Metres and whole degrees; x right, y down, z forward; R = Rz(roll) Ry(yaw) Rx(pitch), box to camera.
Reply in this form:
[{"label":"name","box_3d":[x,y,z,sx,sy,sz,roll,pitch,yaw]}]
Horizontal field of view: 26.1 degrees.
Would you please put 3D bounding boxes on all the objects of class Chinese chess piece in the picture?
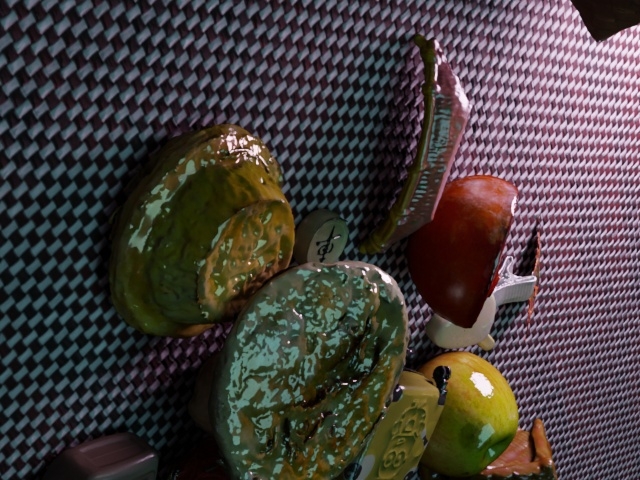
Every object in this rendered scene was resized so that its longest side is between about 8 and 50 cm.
[{"label":"Chinese chess piece","box_3d":[0.000,0.000,1.821,0.084,0.034,0.084,-31,137,-35]}]

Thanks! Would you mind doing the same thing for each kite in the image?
[{"label":"kite","box_3d":[0.362,0.074,2.327,0.125,0.008,0.222,25,73,-76]}]

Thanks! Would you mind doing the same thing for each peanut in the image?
[{"label":"peanut","box_3d":[-0.075,0.184,1.775,0.224,0.129,0.129,-31,136,-34]}]

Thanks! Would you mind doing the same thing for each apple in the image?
[{"label":"apple","box_3d":[0.218,0.275,2.172,0.196,0.196,0.196,-31,136,-36]}]

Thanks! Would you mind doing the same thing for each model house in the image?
[{"label":"model house","box_3d":[0.309,0.398,2.336,0.219,0.229,0.199,-33,131,-33]}]

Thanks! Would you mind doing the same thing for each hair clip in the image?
[{"label":"hair clip","box_3d":[0.253,0.114,2.204,0.218,0.071,0.159,-27,136,-33]}]

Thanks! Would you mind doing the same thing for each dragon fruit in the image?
[{"label":"dragon fruit","box_3d":[-0.115,0.333,1.803,0.209,0.172,0.172,-12,124,-36]}]

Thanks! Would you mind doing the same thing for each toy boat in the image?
[{"label":"toy boat","box_3d":[0.135,-0.115,1.866,0.141,0.099,0.318,-50,157,-67]}]

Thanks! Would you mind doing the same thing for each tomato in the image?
[{"label":"tomato","box_3d":[0.197,0.001,1.985,0.233,0.139,0.200,-69,178,-64]}]

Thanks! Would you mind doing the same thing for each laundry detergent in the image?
[{"label":"laundry detergent","box_3d":[-0.290,0.358,1.677,0.171,0.076,0.237,-11,124,-47]}]

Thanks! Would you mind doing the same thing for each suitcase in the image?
[{"label":"suitcase","box_3d":[0.062,0.262,1.992,0.194,0.143,0.235,13,102,-55]}]

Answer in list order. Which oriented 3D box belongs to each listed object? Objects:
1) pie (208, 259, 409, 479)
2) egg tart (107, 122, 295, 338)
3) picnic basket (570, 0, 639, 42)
[{"label":"pie","box_3d":[-0.011,0.178,1.681,0.339,0.077,0.339,-22,123,-38]},{"label":"egg tart","box_3d":[-0.123,0.005,1.607,0.288,0.118,0.288,-37,142,-35]},{"label":"picnic basket","box_3d":[0.432,-0.471,1.872,0.293,0.337,0.337,-37,139,-20]}]
